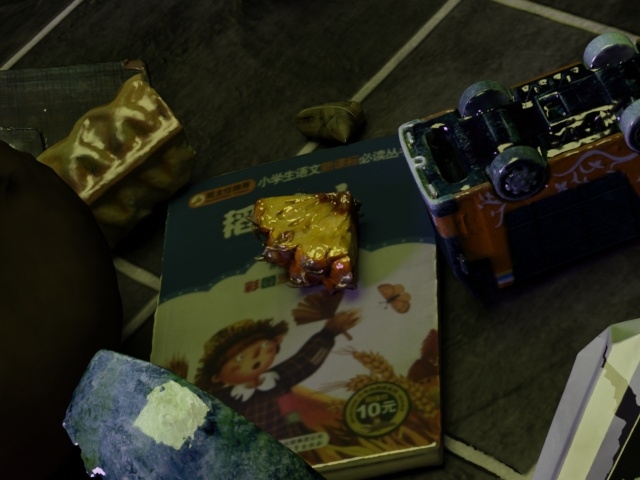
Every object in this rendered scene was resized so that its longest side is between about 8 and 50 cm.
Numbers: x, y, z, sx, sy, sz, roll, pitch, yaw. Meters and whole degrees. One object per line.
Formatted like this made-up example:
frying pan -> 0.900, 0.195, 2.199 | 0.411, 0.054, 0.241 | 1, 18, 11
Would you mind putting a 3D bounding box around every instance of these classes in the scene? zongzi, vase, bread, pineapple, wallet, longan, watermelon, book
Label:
zongzi -> 0.003, -0.117, 2.019 | 0.076, 0.040, 0.083 | -9, 30, 22
vase -> 0.217, 0.236, 1.497 | 0.165, 0.165, 0.360 | 15, 61, 37
bread -> -0.238, -0.061, 2.008 | 0.232, 0.128, 0.088 | -42, -2, 9
pineapple -> 0.000, 0.000, 1.845 | 0.116, 0.069, 0.137 | -39, 52, -21
wallet -> -0.340, -0.127, 2.104 | 0.317, 0.044, 0.169 | -5, 53, -10
longan -> -0.396, 0.080, 1.775 | 0.404, 0.404, 0.436 | 20, 57, 39
watermelon -> -0.102, 0.239, 1.601 | 0.148, 0.318, 0.226 | -53, 7, -20
book -> -0.024, 0.071, 1.856 | 0.300, 0.039, 0.428 | -14, 43, 15

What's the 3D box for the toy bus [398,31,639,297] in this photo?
toy bus -> 0.226, -0.071, 1.776 | 0.275, 0.167, 0.138 | -20, 43, 0
